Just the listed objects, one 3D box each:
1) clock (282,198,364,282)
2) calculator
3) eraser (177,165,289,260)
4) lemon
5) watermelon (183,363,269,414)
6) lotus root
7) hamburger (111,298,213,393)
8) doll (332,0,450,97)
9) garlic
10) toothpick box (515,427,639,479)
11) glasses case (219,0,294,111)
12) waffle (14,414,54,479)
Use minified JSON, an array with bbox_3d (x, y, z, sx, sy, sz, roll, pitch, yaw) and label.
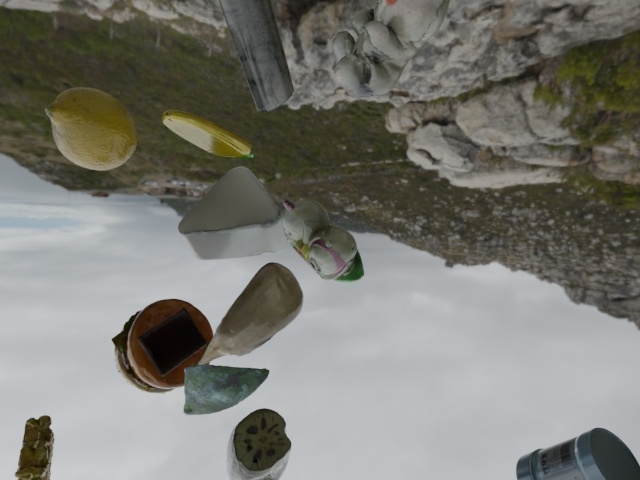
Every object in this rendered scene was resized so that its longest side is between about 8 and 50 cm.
[{"bbox_3d":[0.000,0.000,0.802,0.231,0.103,0.144,42,176,27],"label":"clock"},{"bbox_3d":[-0.238,-0.225,0.906,0.146,0.032,0.234,11,173,36],"label":"calculator"},{"bbox_3d":[-0.241,-0.064,1.310,0.331,0.331,0.150,3,139,16],"label":"eraser"},{"bbox_3d":[-0.541,-0.264,0.982,0.186,0.187,0.244,3,170,8],"label":"lemon"},{"bbox_3d":[-0.168,0.235,0.697,0.155,0.101,0.080,-5,-149,20],"label":"watermelon"},{"bbox_3d":[-0.241,0.813,1.561,0.250,0.346,0.251,6,-138,-6],"label":"lotus root"},{"bbox_3d":[-0.480,0.328,1.255,0.290,0.291,0.225,0,163,-43],"label":"hamburger"},{"bbox_3d":[0.089,-0.260,0.495,0.095,0.192,0.149,28,-149,-21],"label":"doll"},{"bbox_3d":[-0.155,0.189,0.994,0.196,0.151,0.338,-44,-175,43],"label":"garlic"},{"bbox_3d":[0.406,0.374,0.654,0.101,0.101,0.153,1,140,-30],"label":"toothpick box"},{"bbox_3d":[-0.132,-0.420,0.852,0.060,0.114,0.299,29,154,29],"label":"glasses case"},{"bbox_3d":[-0.599,0.526,0.862,0.069,0.293,0.260,7,-160,-30],"label":"waffle"}]
